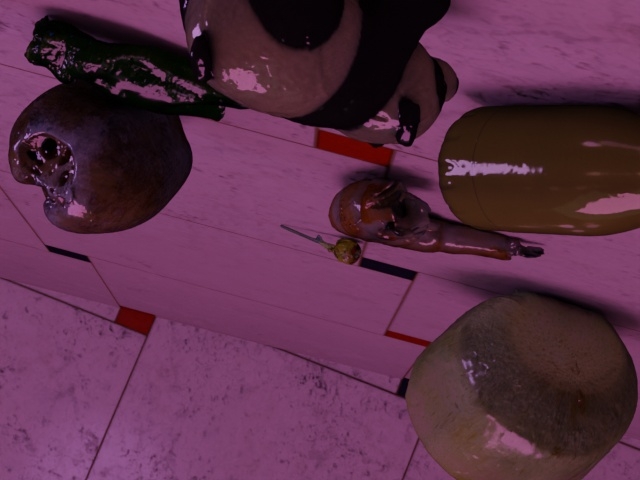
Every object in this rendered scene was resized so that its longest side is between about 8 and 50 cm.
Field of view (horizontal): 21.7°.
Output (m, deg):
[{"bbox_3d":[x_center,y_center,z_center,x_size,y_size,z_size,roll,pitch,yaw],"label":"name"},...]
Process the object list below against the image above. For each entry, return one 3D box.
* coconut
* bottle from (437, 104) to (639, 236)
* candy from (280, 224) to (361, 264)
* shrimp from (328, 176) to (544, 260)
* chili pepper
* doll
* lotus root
[{"bbox_3d":[0.279,0.221,2.351,0.328,0.281,0.328,-16,156,-8],"label":"coconut"},{"bbox_3d":[0.225,-0.059,1.406,0.260,0.112,0.112,4,164,46],"label":"bottle"},{"bbox_3d":[0.000,0.000,2.293,0.123,0.035,0.035,21,161,18],"label":"candy"},{"bbox_3d":[0.108,-0.012,1.949,0.185,0.068,0.287,8,169,43],"label":"shrimp"},{"bbox_3d":[-0.170,-0.157,1.600,0.224,0.061,0.098,19,162,-12],"label":"chili pepper"},{"bbox_3d":[0.001,-0.147,1.221,0.234,0.135,0.143,19,172,-41],"label":"doll"},{"bbox_3d":[-0.206,-0.096,1.726,0.158,0.140,0.322,46,-162,5],"label":"lotus root"}]
